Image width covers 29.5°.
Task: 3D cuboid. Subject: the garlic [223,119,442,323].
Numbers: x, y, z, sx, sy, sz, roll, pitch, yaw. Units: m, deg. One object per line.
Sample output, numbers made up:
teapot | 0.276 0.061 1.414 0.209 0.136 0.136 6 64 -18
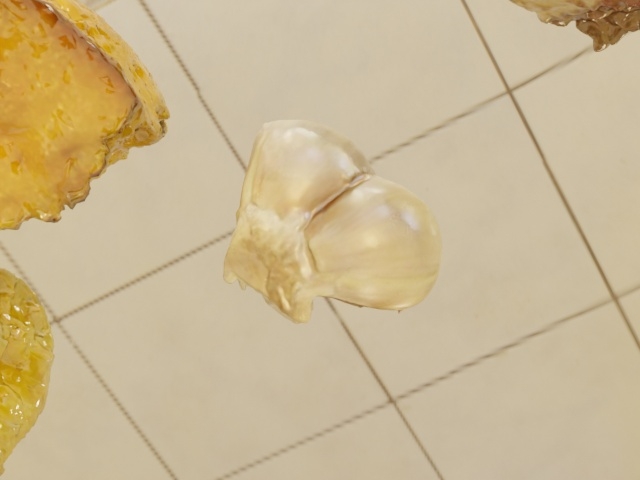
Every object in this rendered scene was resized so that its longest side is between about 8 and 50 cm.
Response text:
garlic | 0.008 -0.009 0.846 0.175 0.099 0.124 30 104 24

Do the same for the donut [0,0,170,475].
donut | -0.331 -0.046 0.938 0.378 0.163 0.435 31 113 -6

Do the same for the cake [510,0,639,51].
cake | 0.221 -0.330 0.965 0.290 0.256 0.282 23 78 -18
